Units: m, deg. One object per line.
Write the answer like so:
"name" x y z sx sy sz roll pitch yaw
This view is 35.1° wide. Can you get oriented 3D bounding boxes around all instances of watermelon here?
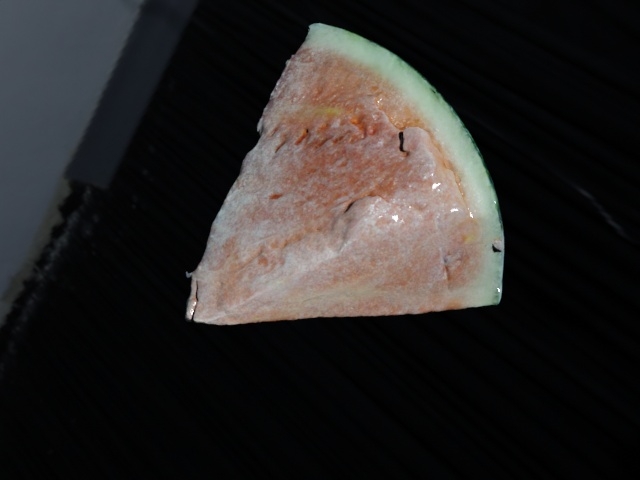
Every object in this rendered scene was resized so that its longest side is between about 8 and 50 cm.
"watermelon" 0.032 0.005 0.940 0.292 0.283 0.250 -47 136 -2
